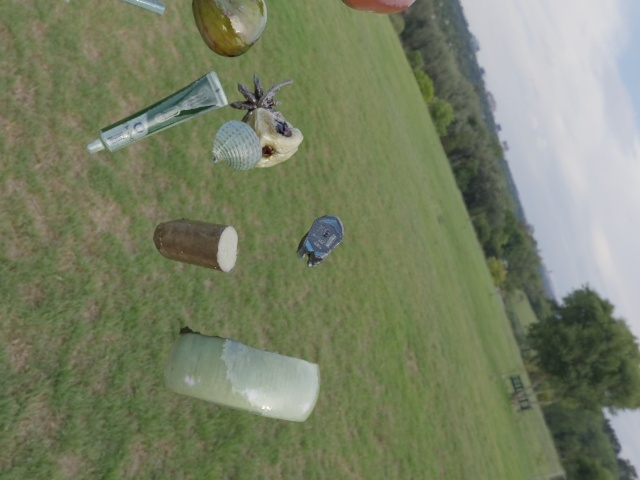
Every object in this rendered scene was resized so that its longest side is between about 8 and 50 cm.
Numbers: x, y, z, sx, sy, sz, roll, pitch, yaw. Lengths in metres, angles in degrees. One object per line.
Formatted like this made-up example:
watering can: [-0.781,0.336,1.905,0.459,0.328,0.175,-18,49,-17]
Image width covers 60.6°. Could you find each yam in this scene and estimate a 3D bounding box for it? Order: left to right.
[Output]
yam: [-0.349,0.010,1.555,0.129,0.239,0.128,-67,149,-27]

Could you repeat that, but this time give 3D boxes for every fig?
fig: [-0.208,-0.453,1.005,0.245,0.149,0.149,39,33,-41]

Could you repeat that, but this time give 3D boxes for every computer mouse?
computer mouse: [0.000,0.000,1.271,0.079,0.135,0.047,37,-6,-3]

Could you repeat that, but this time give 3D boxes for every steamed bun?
steamed bun: [-0.135,-0.300,1.629,0.172,0.156,0.140,117,-29,-56]

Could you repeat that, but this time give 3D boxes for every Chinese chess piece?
Chinese chess piece: [-0.071,0.125,0.509,0.144,0.144,0.058,40,61,-59]

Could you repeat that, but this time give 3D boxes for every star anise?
star anise: [-0.203,-0.488,1.929,0.209,0.231,0.089,24,18,-17]

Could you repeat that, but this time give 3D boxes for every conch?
conch: [-0.209,-0.247,1.438,0.153,0.102,0.135,-43,136,-65]

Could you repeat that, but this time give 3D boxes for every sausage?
sausage: [0.119,-0.560,1.171,0.255,0.148,0.148,-18,88,-41]

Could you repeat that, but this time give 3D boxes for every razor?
razor: [-0.585,-0.701,1.555,0.278,0.056,0.111,3,56,-28]

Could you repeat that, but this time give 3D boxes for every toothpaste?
toothpaste: [-0.435,-0.325,1.446,0.061,0.392,0.098,39,-25,58]
